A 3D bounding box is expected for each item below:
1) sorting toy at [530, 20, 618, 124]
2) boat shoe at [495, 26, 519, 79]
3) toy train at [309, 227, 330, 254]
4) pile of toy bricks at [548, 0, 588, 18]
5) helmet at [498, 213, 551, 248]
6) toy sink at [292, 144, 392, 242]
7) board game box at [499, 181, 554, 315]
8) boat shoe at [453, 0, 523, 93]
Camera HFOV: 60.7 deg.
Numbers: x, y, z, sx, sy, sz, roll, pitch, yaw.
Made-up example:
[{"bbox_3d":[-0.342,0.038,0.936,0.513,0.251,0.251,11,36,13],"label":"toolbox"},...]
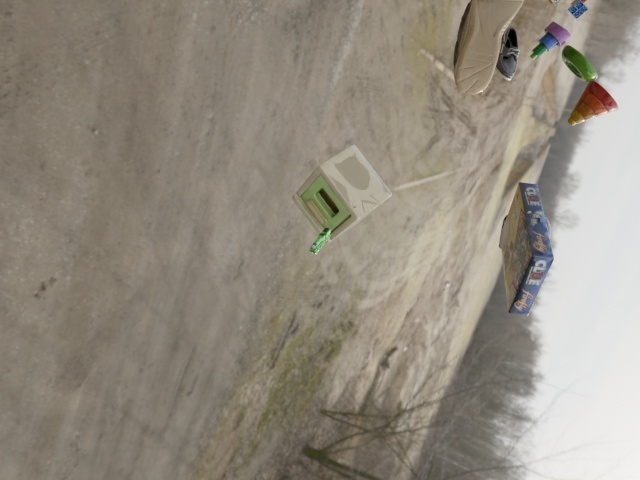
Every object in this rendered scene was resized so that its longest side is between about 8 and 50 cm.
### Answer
[{"bbox_3d":[0.711,-0.454,1.569,0.126,0.127,0.365,-43,124,18],"label":"sorting toy"},{"bbox_3d":[0.587,-0.590,1.716,0.065,0.075,0.206,-47,-153,52],"label":"boat shoe"},{"bbox_3d":[0.000,0.000,1.101,0.083,0.017,0.024,-50,152,-52],"label":"toy train"},{"bbox_3d":[0.630,-0.611,1.240,0.212,0.118,0.105,-40,-156,40],"label":"pile of toy bricks"},{"bbox_3d":[0.730,-0.023,1.944,0.169,0.161,0.169,11,90,-77],"label":"helmet"},{"bbox_3d":[0.035,-0.097,1.338,0.131,0.153,0.234,-35,178,-30],"label":"toy sink"},{"bbox_3d":[0.430,0.013,1.158,0.243,0.042,0.165,-76,172,-47],"label":"board game box"},{"bbox_3d":[0.326,-0.441,1.090,0.092,0.102,0.285,-109,-152,-62],"label":"boat shoe"}]
